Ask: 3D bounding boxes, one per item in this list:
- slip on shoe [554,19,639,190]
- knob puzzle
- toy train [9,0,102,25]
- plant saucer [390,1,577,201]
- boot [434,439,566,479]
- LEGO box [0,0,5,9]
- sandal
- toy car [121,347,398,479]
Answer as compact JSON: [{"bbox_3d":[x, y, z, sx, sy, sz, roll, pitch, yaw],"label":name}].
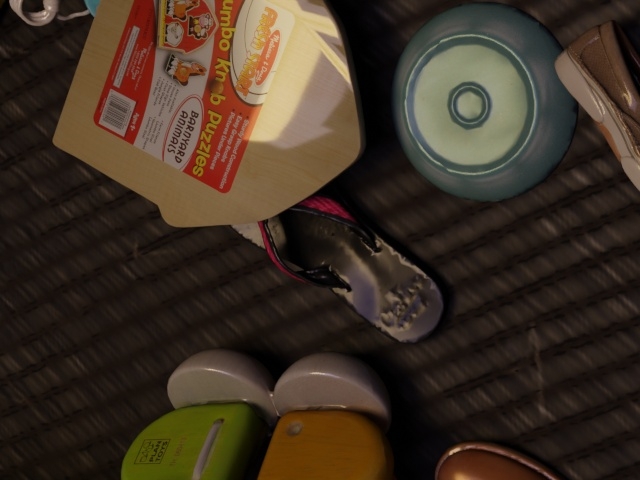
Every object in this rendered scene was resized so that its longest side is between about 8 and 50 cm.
[{"bbox_3d":[0.186,-0.062,0.928,0.041,0.051,0.135,-43,71,28],"label":"slip on shoe"},{"bbox_3d":[-0.054,-0.096,1.022,0.213,0.030,0.213,4,101,23],"label":"knob puzzle"},{"bbox_3d":[-0.131,-0.210,1.041,0.125,0.046,0.166,13,111,-21],"label":"toy train"},{"bbox_3d":[0.092,-0.081,0.987,0.119,0.021,0.119,5,101,27],"label":"plant saucer"},{"bbox_3d":[0.118,0.204,0.946,0.197,0.152,0.073,45,115,14],"label":"boot"},{"bbox_3d":[-0.431,-0.201,1.136,0.372,0.193,0.500,42,114,15],"label":"LEGO box"},{"bbox_3d":[0.000,0.000,1.036,0.179,0.040,0.067,36,113,17],"label":"sandal"},{"bbox_3d":[-0.032,0.160,1.037,0.182,0.159,0.136,0,137,24],"label":"toy car"}]
